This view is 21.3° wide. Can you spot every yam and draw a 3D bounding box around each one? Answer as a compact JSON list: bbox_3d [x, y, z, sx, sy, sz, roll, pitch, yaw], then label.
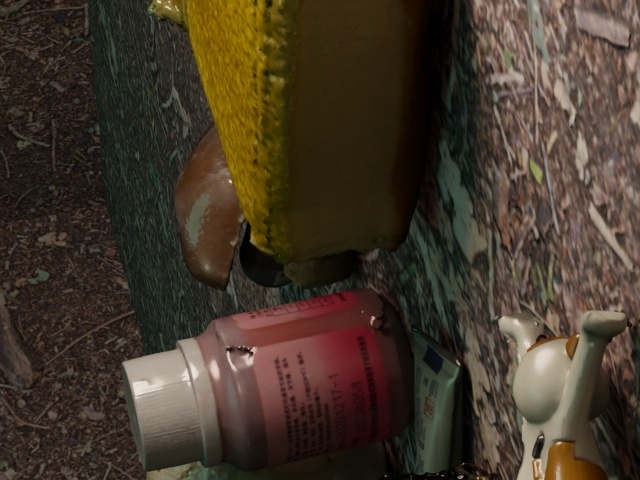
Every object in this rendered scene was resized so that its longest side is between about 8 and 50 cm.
[{"bbox_3d":[0.000,0.000,1.612,0.146,0.069,0.070,93,162,-45],"label":"yam"}]

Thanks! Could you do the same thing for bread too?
[{"bbox_3d":[-0.017,-0.195,1.315,0.333,0.143,0.323,93,163,-51],"label":"bread"}]

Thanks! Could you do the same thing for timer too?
[{"bbox_3d":[0.136,0.174,1.011,0.175,0.175,0.266,161,114,-78],"label":"timer"}]

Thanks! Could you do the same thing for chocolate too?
[{"bbox_3d":[-0.113,-0.058,1.840,0.261,0.083,0.161,-83,7,-66],"label":"chocolate"}]

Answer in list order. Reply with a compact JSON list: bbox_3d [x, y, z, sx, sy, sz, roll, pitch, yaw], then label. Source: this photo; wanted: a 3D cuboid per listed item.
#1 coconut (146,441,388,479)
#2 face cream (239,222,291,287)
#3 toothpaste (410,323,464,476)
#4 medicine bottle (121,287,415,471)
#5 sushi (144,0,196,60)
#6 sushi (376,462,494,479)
[{"bbox_3d":[-0.058,0.254,1.719,0.247,0.245,0.245,98,158,-44],"label":"coconut"},{"bbox_3d":[-0.036,-0.023,1.747,0.283,0.073,0.073,115,142,-71],"label":"face cream"},{"bbox_3d":[0.096,0.200,1.405,0.069,0.047,0.268,-82,-10,-64],"label":"toothpaste"},{"bbox_3d":[-0.047,0.131,1.519,0.147,0.247,0.147,168,90,-79],"label":"medicine bottle"},{"bbox_3d":[-0.101,-0.290,1.651,0.131,0.139,0.291,-171,71,-70],"label":"sushi"},{"bbox_3d":[0.102,0.259,1.264,0.147,0.115,0.212,87,165,-51],"label":"sushi"}]
